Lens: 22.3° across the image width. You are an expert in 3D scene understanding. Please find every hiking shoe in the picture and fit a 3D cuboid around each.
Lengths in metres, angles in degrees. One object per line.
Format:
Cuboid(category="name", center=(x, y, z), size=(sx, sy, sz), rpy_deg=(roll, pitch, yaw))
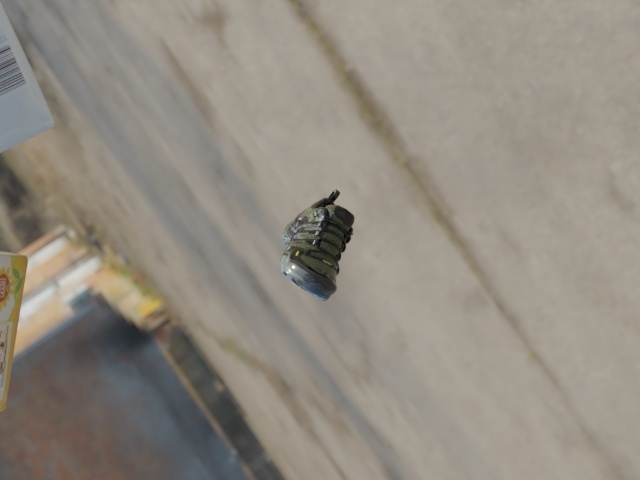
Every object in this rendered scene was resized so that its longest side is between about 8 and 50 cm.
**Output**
Cuboid(category="hiking shoe", center=(0.000, 0.000, 2.446), size=(0.086, 0.114, 0.227), rpy_deg=(30, -159, -22))

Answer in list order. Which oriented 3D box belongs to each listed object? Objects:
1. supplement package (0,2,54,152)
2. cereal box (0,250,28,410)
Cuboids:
Cuboid(category="supplement package", center=(-0.338, -0.173, 1.359), size=(0.244, 0.134, 0.139), rpy_deg=(50, 163, 49))
Cuboid(category="cereal box", center=(-0.389, 0.092, 1.646), size=(0.047, 0.173, 0.240), rpy_deg=(10, -179, 22))
